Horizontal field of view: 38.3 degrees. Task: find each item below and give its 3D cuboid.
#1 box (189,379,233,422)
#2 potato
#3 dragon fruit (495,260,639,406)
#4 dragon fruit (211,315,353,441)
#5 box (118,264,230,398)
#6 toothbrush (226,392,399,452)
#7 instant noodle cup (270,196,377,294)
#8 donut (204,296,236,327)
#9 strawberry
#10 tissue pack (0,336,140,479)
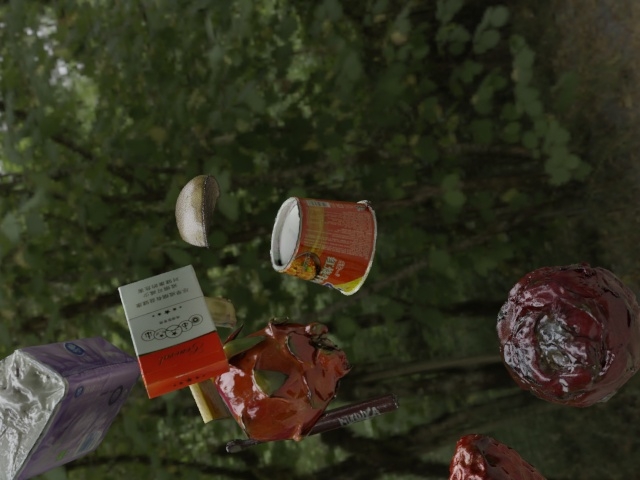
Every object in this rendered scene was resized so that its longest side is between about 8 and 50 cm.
[{"bbox_3d":[-0.183,0.289,1.701,0.086,0.023,0.155,61,-162,16],"label":"box"},{"bbox_3d":[-0.313,-0.088,2.234,0.261,0.100,0.120,-87,-11,-59],"label":"potato"},{"bbox_3d":[0.528,0.201,1.955,0.329,0.329,0.329,169,90,-89],"label":"dragon fruit"},{"bbox_3d":[-0.073,0.241,1.621,0.224,0.227,0.224,44,161,19],"label":"dragon fruit"},{"bbox_3d":[-0.246,0.144,1.524,0.245,0.139,0.035,-121,17,-45],"label":"box"},{"bbox_3d":[-0.018,0.368,1.830,0.041,0.364,0.040,-18,-90,-80],"label":"toothbrush"},{"bbox_3d":[0.000,0.000,1.967,0.213,0.174,0.213,-168,90,-68],"label":"instant noodle cup"},{"bbox_3d":[-0.236,0.156,2.013,0.166,0.108,0.065,152,124,-77],"label":"donut"},{"bbox_3d":[0.245,0.366,1.201,0.205,0.205,0.244,-113,0,-84],"label":"strawberry"},{"bbox_3d":[-0.537,0.330,1.862,0.242,0.160,0.338,-60,-13,5],"label":"tissue pack"}]
